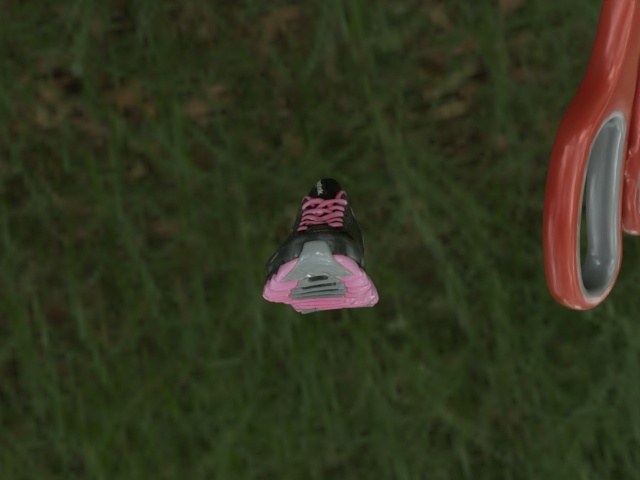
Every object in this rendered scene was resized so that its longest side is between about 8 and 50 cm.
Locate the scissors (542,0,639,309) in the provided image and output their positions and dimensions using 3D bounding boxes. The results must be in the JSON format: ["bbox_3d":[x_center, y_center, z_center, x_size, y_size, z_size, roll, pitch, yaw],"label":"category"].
[{"bbox_3d":[0.128,-0.109,0.774,0.109,0.021,0.297,-34,135,-40],"label":"scissors"}]

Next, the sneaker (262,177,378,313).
[{"bbox_3d":[0.000,0.000,0.824,0.047,0.057,0.119,-2,174,3],"label":"sneaker"}]
